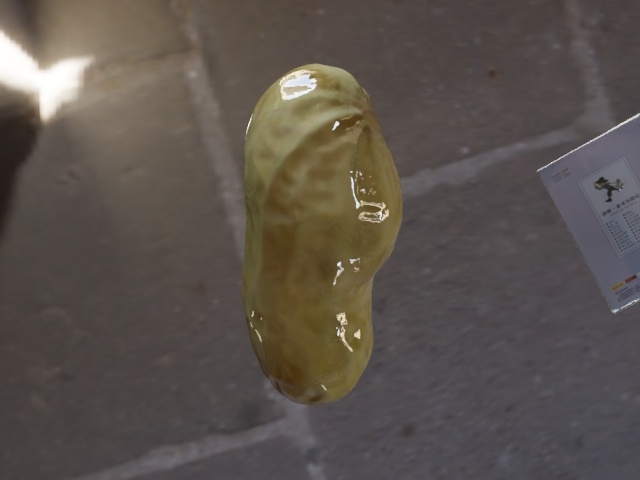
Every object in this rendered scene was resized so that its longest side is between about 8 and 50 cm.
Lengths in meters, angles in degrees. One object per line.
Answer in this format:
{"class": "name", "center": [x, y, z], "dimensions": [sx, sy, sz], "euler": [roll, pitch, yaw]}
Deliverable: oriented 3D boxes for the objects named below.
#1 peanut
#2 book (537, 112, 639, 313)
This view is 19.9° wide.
{"class": "peanut", "center": [0.000, 0.000, 1.656], "dimensions": [0.147, 0.147, 0.319], "euler": [9, 106, 24]}
{"class": "book", "center": [0.317, -0.028, 1.887], "dimensions": [0.127, 0.014, 0.182], "euler": [-29, 68, 8]}
